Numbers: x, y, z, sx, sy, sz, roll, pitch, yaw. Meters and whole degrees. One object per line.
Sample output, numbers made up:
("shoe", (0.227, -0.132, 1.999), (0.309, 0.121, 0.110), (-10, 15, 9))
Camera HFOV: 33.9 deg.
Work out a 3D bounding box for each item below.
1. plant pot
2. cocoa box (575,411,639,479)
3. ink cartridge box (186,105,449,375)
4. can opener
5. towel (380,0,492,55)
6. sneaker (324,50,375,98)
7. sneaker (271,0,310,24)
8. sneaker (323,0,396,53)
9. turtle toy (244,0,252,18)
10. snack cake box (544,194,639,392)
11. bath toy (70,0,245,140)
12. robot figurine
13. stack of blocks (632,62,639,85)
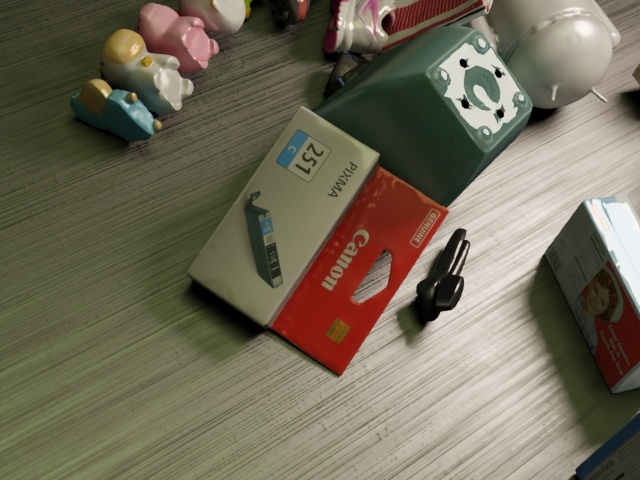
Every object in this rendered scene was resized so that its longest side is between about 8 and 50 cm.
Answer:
("plant pot", (0.171, -0.184, 1.599), (0.248, 0.252, 0.247), (52, 55, -7))
("cocoa box", (0.578, 0.319, 1.433), (0.347, 0.231, 0.228), (-13, 61, -24))
("ink cartridge box", (0.000, 0.000, 1.498), (0.261, 0.066, 0.296), (33, 84, 8))
("can opener", (0.196, 0.053, 1.614), (0.073, 0.059, 0.186), (7, 39, 21))
("towel", (0.225, -0.484, 1.898), (0.037, 0.237, 0.329), (43, 46, -31))
("sneaker", (0.095, -0.298, 1.806), (0.121, 0.079, 0.217), (41, 56, 12))
("sneaker", (-0.022, -0.494, 1.894), (0.135, 0.098, 0.276), (7, 53, -9))
("sneaker", (0.080, -0.422, 1.884), (0.111, 0.103, 0.252), (16, 60, -11))
("turtle toy", (-0.147, -0.441, 1.833), (0.130, 0.095, 0.066), (-7, 37, -22))
("snack cake box", (0.459, 0.080, 1.612), (0.089, 0.152, 0.264), (-7, 59, -21))
("bath toy", (-0.255, -0.311, 1.689), (0.151, 0.129, 0.348), (57, 48, -31))
("robot figurine", (0.391, -0.382, 1.879), (0.299, 0.200, 0.354), (-10, 60, -17))
("stack of blocks", (0.738, -0.332, 1.970), (0.297, 0.171, 0.087), (-15, 62, -24))
